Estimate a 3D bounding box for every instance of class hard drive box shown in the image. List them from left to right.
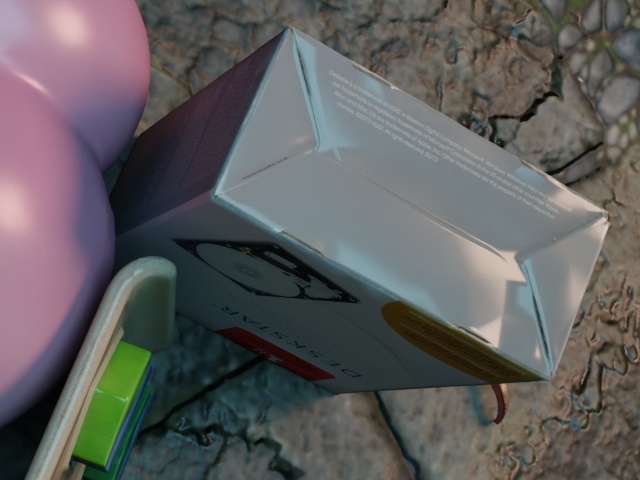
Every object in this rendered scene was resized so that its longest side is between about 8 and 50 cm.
[{"bbox_3d":[0.000,0.000,0.679,0.181,0.232,0.089,29,73,-17],"label":"hard drive box"}]

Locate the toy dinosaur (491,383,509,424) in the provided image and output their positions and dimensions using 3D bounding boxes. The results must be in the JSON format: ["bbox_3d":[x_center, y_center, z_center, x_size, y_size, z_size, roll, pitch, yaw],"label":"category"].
[{"bbox_3d":[0.100,0.054,0.823,0.082,0.047,0.090,30,81,2],"label":"toy dinosaur"}]

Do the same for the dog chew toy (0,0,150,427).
[{"bbox_3d":[-0.175,-0.073,0.639,0.207,0.206,0.331,25,65,-19],"label":"dog chew toy"}]

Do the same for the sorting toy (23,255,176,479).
[{"bbox_3d":[-0.118,0.120,0.632,0.038,0.193,0.208,26,73,1],"label":"sorting toy"}]
